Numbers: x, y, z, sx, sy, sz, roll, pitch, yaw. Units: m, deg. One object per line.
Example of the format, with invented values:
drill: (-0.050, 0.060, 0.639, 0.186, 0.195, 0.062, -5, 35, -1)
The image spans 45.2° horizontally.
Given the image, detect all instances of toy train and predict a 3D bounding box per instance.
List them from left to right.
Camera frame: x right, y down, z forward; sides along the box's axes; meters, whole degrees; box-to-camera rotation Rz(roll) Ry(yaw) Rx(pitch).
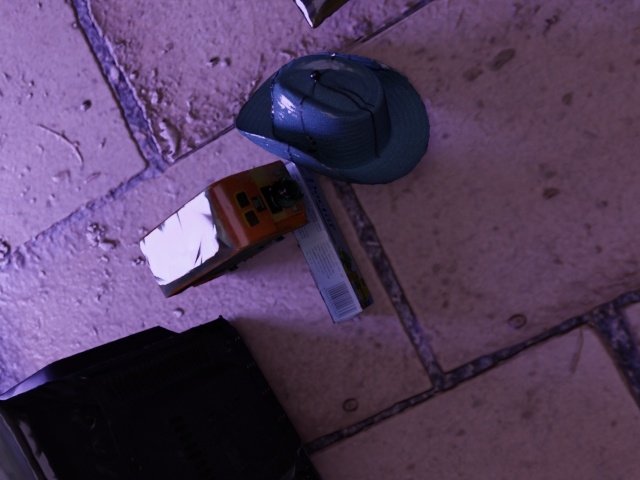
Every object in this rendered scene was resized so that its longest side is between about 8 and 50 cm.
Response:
toy train: (-0.093, -0.011, 0.730, 0.188, 0.099, 0.072, -30, 82, 46)

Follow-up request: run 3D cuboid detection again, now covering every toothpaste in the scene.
toothpaste: (0.000, 0.000, 0.756, 0.034, 0.046, 0.164, -26, 86, 19)

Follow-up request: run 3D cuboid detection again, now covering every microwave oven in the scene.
microwave oven: (-0.156, 0.231, 0.658, 0.218, 0.355, 0.286, -32, 83, 17)

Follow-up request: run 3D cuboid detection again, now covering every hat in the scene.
hat: (0.008, -0.125, 0.707, 0.190, 0.078, 0.138, 18, 59, 17)

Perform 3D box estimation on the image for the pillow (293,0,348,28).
pillow: (-0.021, -0.314, 0.744, 0.113, 0.038, 0.203, -36, 81, 10)
